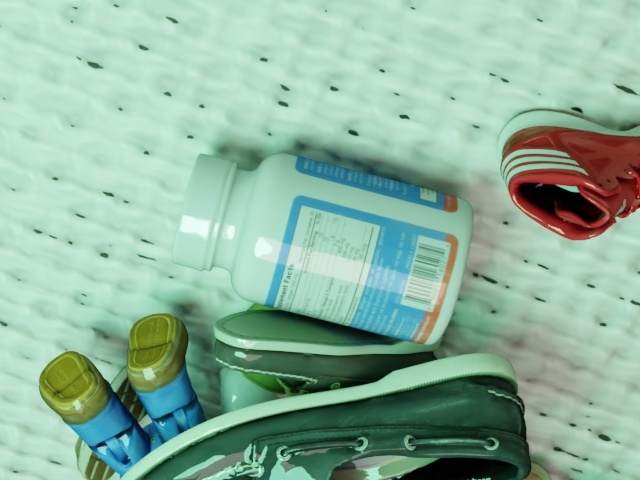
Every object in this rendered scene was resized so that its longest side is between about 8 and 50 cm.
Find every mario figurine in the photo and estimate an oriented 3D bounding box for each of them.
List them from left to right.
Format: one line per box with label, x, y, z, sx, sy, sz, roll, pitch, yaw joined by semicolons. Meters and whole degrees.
mario figurine;-0.135;0.208;1.176;0.198;0.170;0.320;-2;127;27

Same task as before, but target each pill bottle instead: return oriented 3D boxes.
pill bottle;0.000;0.000;1.028;0.221;0.124;0.124;15;122;-2

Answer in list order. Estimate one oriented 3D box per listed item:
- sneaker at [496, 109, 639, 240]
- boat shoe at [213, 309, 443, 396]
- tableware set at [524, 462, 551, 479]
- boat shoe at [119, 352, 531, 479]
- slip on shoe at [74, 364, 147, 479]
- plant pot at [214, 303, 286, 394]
sneaker;0.245;-0.036;0.976;0.221;0.128;0.087;1;122;7
boat shoe;0.007;0.099;1.053;0.228;0.081;0.068;4;108;-39
tableware set;0.202;0.287;1.181;0.020;0.169;0.141;6;114;-41
boat shoe;0.006;0.194;1.020;0.340;0.113;0.127;-14;144;-6
slip on shoe;-0.189;0.159;1.193;0.051;0.041;0.135;11;112;-37
plant pot;-0.034;0.076;1.111;0.083;0.083;0.079;35;106;-15
